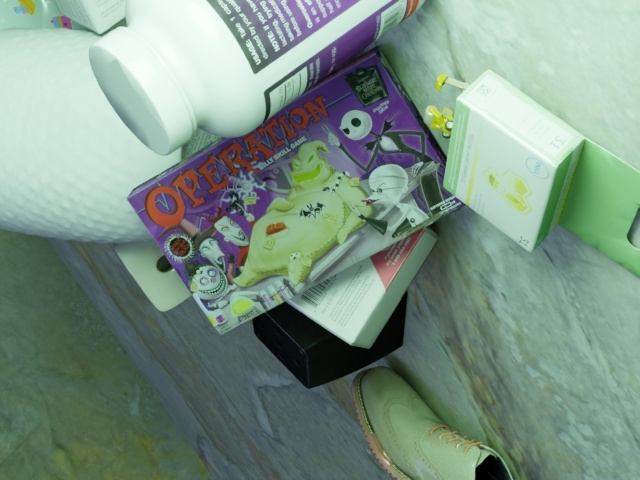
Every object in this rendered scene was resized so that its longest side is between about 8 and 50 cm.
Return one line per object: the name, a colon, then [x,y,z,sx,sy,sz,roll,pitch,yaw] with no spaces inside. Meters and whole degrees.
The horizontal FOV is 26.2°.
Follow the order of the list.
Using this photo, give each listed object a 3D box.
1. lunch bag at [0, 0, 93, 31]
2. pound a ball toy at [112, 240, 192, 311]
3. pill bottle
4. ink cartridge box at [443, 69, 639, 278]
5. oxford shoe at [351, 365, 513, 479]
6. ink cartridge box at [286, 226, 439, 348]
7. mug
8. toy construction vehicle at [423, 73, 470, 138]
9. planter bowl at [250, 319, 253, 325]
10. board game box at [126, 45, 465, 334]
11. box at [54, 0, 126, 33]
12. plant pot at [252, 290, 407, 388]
lunch bag: [-0.426,-0.279,2.127,0.160,0.223,0.262,-118,30,-50]
pound a ball toy: [-0.126,-0.043,1.882,0.136,0.319,0.208,56,176,-14]
pill bottle: [-0.059,-0.223,1.328,0.181,0.323,0.181,44,159,22]
ink cartridge box: [0.232,-0.045,1.349,0.235,0.056,0.171,39,158,19]
oxford shoe: [0.200,0.327,2.071,0.397,0.140,0.146,50,130,20]
ink cartridge box: [0.000,0.000,1.727,0.237,0.172,0.100,33,-178,17]
mug: [-0.253,-0.170,1.803,0.328,0.374,0.276,7,145,29]
toy construction vehicle: [0.158,-0.125,1.456,0.098,0.035,0.086,37,158,16]
planter bowl: [-0.091,0.086,2.225,0.217,0.090,0.217,56,175,7]
board game box: [-0.028,-0.052,1.599,0.208,0.346,0.056,58,-162,-10]
box: [-0.269,-0.391,1.728,0.119,0.181,0.182,31,152,47]
plant pot: [0.002,0.104,2.011,0.188,0.167,0.187,43,159,22]
